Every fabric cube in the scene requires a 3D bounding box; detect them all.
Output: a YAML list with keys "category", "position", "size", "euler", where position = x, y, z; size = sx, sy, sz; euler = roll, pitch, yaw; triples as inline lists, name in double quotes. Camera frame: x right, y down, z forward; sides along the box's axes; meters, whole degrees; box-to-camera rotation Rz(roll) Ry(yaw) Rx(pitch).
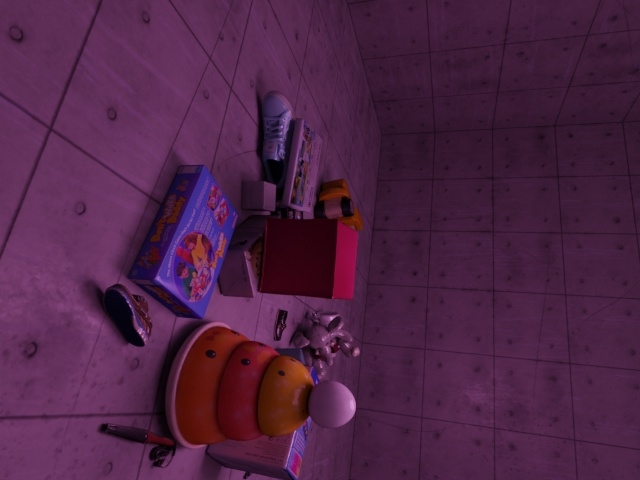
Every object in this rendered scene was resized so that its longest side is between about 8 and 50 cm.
- category: "fabric cube"
  position: [-0.033, 0.066, 1.433]
  size: [0.258, 0.259, 0.253]
  euler: [19, 75, -70]

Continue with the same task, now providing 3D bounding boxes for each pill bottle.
- category: "pill bottle"
  position: [0.035, 0.504, 2.266]
  size: [0.131, 0.131, 0.229]
  euler: [-3, 94, -72]

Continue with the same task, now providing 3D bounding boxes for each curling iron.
- category: "curling iron"
  position: [-0.421, 0.481, 1.003]
  size: [0.274, 0.035, 0.068]
  euler: [70, 27, -49]

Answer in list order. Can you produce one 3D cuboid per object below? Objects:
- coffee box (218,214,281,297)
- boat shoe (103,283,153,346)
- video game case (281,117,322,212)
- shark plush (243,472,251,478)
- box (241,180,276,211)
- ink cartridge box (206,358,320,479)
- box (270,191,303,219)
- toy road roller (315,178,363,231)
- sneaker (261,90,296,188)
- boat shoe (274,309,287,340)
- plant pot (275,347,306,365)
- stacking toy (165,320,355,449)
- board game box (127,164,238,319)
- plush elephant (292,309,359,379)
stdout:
- category: "coffee box"
  position: [-0.229, 0.043, 1.429]
  size: [0.297, 0.119, 0.168]
  euler: [-56, 144, -59]
- category: "boat shoe"
  position: [-0.424, 0.156, 0.940]
  size: [0.066, 0.066, 0.183]
  euler: [-75, 168, -50]
- category: "video game case"
  position: [-0.068, -0.286, 1.696]
  size: [0.300, 0.036, 0.328]
  euler: [5, 95, -76]
- category: "shark plush"
  position: [-0.232, 0.851, 1.598]
  size: [0.067, 0.073, 0.161]
  euler: [-62, 176, 20]
- category: "box"
  position: [-0.217, -0.156, 1.501]
  size: [0.101, 0.087, 0.101]
  euler: [3, 88, -72]
- category: "ink cartridge box"
  position: [-0.165, 0.558, 1.422]
  size: [0.151, 0.270, 0.395]
  euler: [75, 24, -46]
- category: "box"
  position: [-0.138, -0.126, 1.767]
  size: [0.180, 0.078, 0.147]
  euler: [-36, 126, -68]
- category: "toy road roller"
  position: [0.102, -0.187, 2.328]
  size: [0.329, 0.203, 0.240]
  euler: [55, 30, -59]
- category: "sneaker"
  position: [-0.160, -0.367, 1.590]
  size: [0.150, 0.135, 0.365]
  euler: [-63, 149, -59]
- category: "boat shoe"
  position: [-0.166, 0.359, 1.779]
  size: [0.049, 0.042, 0.132]
  euler: [51, 45, -67]
- category: "plant pot"
  position: [-0.138, 0.558, 1.701]
  size: [0.234, 0.166, 0.165]
  euler: [-79, 161, -51]
- category: "stacking toy"
  position: [-0.136, 0.414, 1.159]
  size: [0.351, 0.481, 0.350]
  euler: [1, 90, -73]
- category: "board game box"
  position: [-0.345, 0.004, 1.132]
  size: [0.233, 0.078, 0.346]
  euler: [66, 31, -53]
- category: "plush elephant"
  position: [0.013, 0.489, 2.007]
  size: [0.329, 0.272, 0.255]
  euler: [64, 2, 6]
